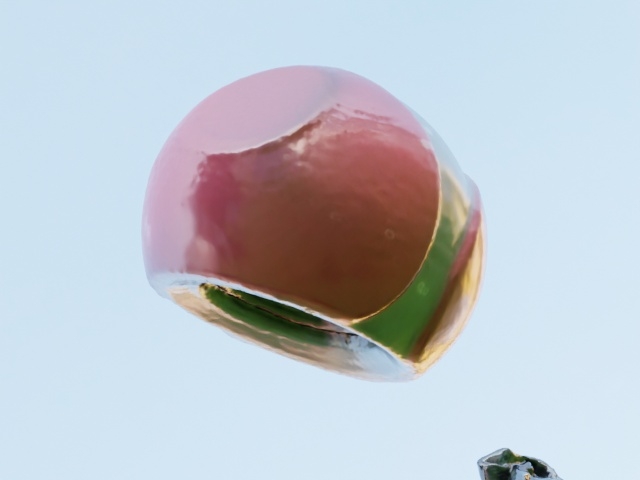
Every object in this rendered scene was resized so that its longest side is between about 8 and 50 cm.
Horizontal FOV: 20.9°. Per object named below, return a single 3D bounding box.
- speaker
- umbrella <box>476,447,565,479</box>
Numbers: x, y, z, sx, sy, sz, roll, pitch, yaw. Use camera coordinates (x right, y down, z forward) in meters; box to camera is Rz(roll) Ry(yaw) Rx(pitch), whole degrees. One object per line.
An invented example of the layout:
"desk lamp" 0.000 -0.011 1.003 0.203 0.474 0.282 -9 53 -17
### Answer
"speaker" 0.000 0.000 1.457 0.294 0.294 0.294 -14 -55 -20
"umbrella" 0.051 0.203 0.796 0.071 0.080 0.224 21 -76 -4
